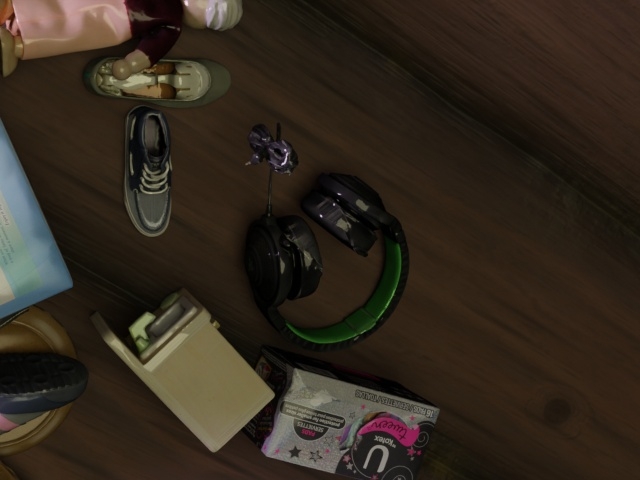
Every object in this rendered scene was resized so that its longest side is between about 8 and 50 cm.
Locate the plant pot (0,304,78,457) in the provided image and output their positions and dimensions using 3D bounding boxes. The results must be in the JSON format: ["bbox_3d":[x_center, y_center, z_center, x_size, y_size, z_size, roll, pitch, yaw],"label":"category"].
[{"bbox_3d":[-0.456,0.198,1.620,0.236,0.032,0.236,-4,102,-20],"label":"plant pot"}]

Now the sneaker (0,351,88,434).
[{"bbox_3d":[-0.470,0.240,1.561,0.319,0.112,0.131,-9,118,-15],"label":"sneaker"}]

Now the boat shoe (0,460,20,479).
[{"bbox_3d":[-0.452,0.349,1.635,0.063,0.059,0.170,-37,131,-18],"label":"boat shoe"}]

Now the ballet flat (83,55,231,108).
[{"bbox_3d":[-0.222,-0.221,1.611,0.213,0.068,0.072,-1,99,-20],"label":"ballet flat"}]

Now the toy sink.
[{"bbox_3d":[-0.196,0.160,1.645,0.131,0.153,0.234,-43,110,-8],"label":"toy sink"}]

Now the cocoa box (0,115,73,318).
[{"bbox_3d":[-0.493,-0.067,1.452,0.231,0.228,0.347,-25,107,-14],"label":"cocoa box"}]

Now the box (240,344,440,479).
[{"bbox_3d":[0.024,0.270,1.738,0.247,0.163,0.142,17,92,-22],"label":"box"}]

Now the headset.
[{"bbox_3d":[0.000,0.000,1.670,0.243,0.185,0.394,-36,121,-11],"label":"headset"}]

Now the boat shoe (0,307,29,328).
[{"bbox_3d":[-0.482,0.139,1.531,0.223,0.080,0.073,-31,108,-36],"label":"boat shoe"}]

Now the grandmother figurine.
[{"bbox_3d":[-0.270,-0.315,1.563,0.342,0.104,0.207,-9,88,-21],"label":"grandmother figurine"}]

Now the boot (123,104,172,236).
[{"bbox_3d":[-0.240,-0.093,1.617,0.069,0.086,0.190,-10,103,-18],"label":"boot"}]
